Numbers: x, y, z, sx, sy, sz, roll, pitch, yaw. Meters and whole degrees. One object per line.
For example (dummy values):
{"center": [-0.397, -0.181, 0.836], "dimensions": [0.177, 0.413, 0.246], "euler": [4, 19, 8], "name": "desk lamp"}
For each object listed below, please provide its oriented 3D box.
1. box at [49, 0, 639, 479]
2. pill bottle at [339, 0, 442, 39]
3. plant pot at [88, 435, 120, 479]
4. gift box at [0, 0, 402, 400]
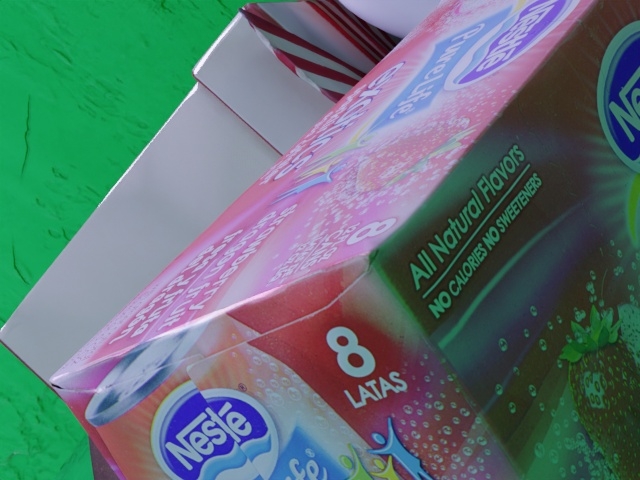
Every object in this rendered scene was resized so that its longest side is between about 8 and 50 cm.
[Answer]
{"center": [0.073, 0.005, 0.519], "dimensions": [0.142, 0.154, 0.300], "euler": [-23, 15, 41], "name": "box"}
{"center": [0.124, -0.237, 0.871], "dimensions": [0.224, 0.224, 0.392], "euler": [-48, -3, 20], "name": "pill bottle"}
{"center": [-0.086, 0.138, 1.115], "dimensions": [0.215, 0.215, 0.230], "euler": [-44, 28, 37], "name": "plant pot"}
{"center": [0.000, 0.000, 0.811], "dimensions": [0.258, 0.276, 0.255], "euler": [-48, 1, 16], "name": "gift box"}
